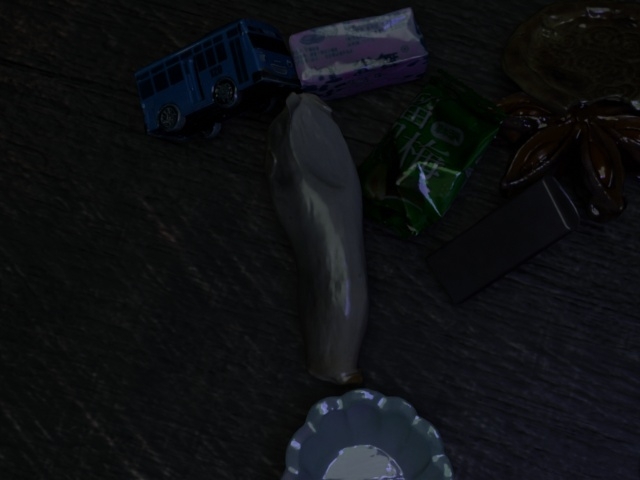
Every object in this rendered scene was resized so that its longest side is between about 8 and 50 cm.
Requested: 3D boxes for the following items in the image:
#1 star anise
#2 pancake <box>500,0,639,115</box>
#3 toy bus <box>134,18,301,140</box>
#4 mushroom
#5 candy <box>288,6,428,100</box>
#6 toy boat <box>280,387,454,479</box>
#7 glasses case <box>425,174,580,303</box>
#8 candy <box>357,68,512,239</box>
[{"bbox_3d":[0.305,-0.105,1.698,0.214,0.099,0.220,-31,61,-5],"label":"star anise"},{"bbox_3d":[0.332,-0.220,1.703,0.235,0.029,0.212,-7,48,-3],"label":"pancake"},{"bbox_3d":[-0.124,-0.192,1.706,0.185,0.090,0.106,-21,76,30],"label":"toy bus"},{"bbox_3d":[0.002,0.001,1.698,0.109,0.097,0.351,-14,83,39],"label":"mushroom"},{"bbox_3d":[0.048,-0.222,1.735,0.160,0.092,0.073,-12,79,4],"label":"candy"},{"bbox_3d":[0.057,0.318,1.654,0.199,0.100,0.290,-3,81,3],"label":"toy boat"},{"bbox_3d":[0.212,0.000,1.666,0.191,0.042,0.072,-37,86,35],"label":"glasses case"},{"bbox_3d":[0.125,-0.099,1.707,0.141,0.078,0.203,39,90,33],"label":"candy"}]
